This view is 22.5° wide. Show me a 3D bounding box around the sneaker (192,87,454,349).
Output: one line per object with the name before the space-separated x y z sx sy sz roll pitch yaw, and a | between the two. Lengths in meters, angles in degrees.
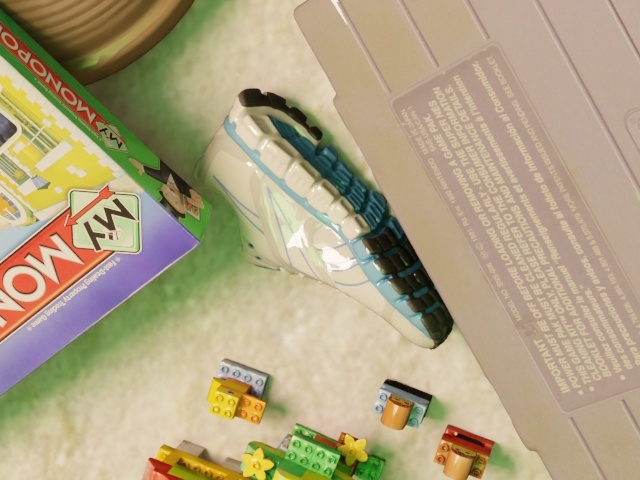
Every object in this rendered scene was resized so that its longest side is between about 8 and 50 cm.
sneaker | 0.000 0.000 0.973 0.190 0.071 0.083 47 119 4

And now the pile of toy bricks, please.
pile of toy bricks | 0.001 0.143 0.971 0.212 0.105 0.118 20 103 8

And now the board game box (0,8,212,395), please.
board game box | -0.250 0.007 0.937 0.317 0.046 0.213 -37 112 24

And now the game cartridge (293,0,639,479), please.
game cartridge | 0.152 -0.024 0.890 0.230 0.068 0.355 -25 96 44

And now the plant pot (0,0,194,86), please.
plant pot | -0.176 -0.207 0.910 0.237 0.110 0.237 0 84 1
